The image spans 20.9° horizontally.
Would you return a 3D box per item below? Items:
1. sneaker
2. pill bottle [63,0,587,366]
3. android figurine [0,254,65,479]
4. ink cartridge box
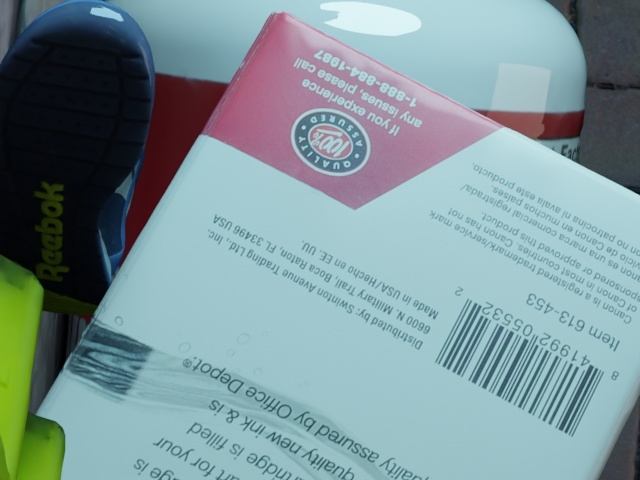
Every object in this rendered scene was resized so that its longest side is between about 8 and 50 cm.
[{"bbox_3d":[-0.083,-0.035,0.578,0.144,0.053,0.059,112,-9,-52],"label":"sneaker"},{"bbox_3d":[0.000,0.000,0.811,0.229,0.229,0.407,-88,-176,-82],"label":"pill bottle"},{"bbox_3d":[-0.098,0.145,0.370,0.248,0.056,0.272,98,-2,-61],"label":"android figurine"},{"bbox_3d":[0.001,0.070,0.603,0.237,0.172,0.100,-61,176,-15],"label":"ink cartridge box"}]
